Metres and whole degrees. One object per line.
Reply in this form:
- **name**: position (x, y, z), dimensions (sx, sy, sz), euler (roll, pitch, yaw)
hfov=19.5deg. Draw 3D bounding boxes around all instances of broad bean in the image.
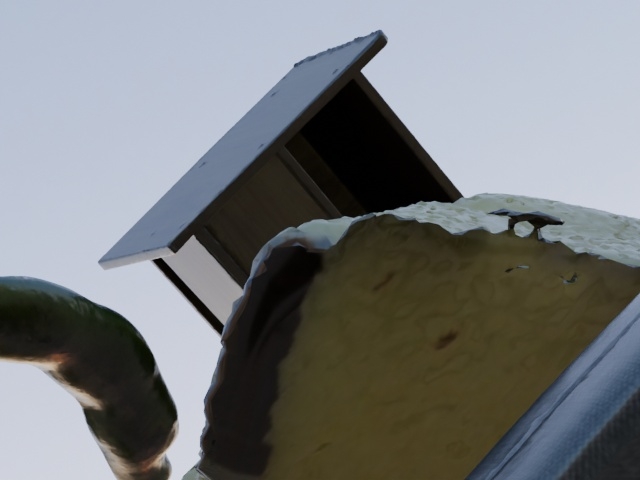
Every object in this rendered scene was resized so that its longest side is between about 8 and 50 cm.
- **broad bean**: position (-0.186, 0.083, 1.143), dimensions (0.292, 0.049, 0.144), euler (17, -58, -37)

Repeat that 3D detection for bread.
- **bread**: position (0.122, 0.156, 0.783), dimensions (0.242, 0.405, 0.345), euler (-16, -58, -70)

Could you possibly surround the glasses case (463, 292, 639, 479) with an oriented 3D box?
- **glasses case**: position (0.111, 0.077, 0.476), dimensions (0.131, 0.074, 0.323), euler (46, -103, -2)

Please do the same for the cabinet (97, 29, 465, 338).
- **cabinet**: position (0.000, 0.000, 1.263), dimensions (0.215, 0.148, 0.175), euler (-46, -76, -20)
